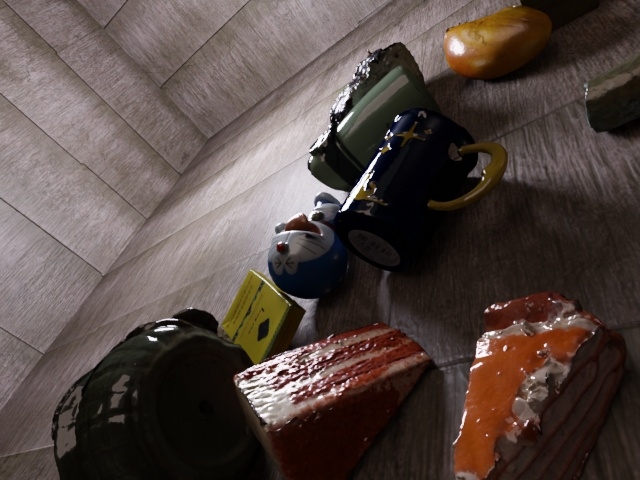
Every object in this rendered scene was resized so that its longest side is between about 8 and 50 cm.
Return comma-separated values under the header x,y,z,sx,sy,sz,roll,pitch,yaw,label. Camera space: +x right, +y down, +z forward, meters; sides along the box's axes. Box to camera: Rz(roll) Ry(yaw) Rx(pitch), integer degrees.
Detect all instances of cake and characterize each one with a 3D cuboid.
x,y,z,sx,sy,sz,roll,pitch,yaw,label
0.030,0.241,0.625,0.261,0.160,0.158,-14,17,-23,cake
0.209,0.169,0.425,0.135,0.098,0.287,-12,39,46,cake

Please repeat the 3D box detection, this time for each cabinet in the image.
x,y,z,sx,sy,sz,roll,pitch,yaw,label
0.540,-0.639,1.033,0.148,0.215,0.175,-19,35,39,cabinet

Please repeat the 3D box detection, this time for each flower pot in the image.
x,y,z,sx,sy,sz,roll,pitch,yaw,label
-0.231,0.269,0.684,0.213,0.302,0.302,-33,28,27,flower pot

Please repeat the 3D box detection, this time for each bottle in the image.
x,y,z,sx,sy,sz,roll,pitch,yaw,label
0.122,-0.266,1.120,0.347,0.168,0.168,-39,26,13,bottle

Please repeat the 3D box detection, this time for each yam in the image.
x,y,z,sx,sy,sz,roll,pitch,yaw,label
0.516,-0.248,0.631,0.259,0.093,0.093,-24,32,34,yam

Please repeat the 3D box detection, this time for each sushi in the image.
x,y,z,sx,sy,sz,roll,pitch,yaw,label
0.158,-0.438,1.292,0.181,0.196,0.343,8,56,49,sushi

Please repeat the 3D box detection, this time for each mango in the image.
x,y,z,sx,sy,sz,roll,pitch,yaw,label
0.418,-0.461,1.034,0.187,0.138,0.257,-32,29,1,mango

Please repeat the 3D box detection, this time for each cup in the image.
x,y,z,sx,sy,sz,roll,pitch,yaw,label
0.162,-0.097,0.761,0.256,0.178,0.255,-57,2,-22,cup

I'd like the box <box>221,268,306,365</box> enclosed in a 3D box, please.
x,y,z,sx,sy,sz,roll,pitch,yaw,label
-0.129,0.164,0.921,0.153,0.041,0.279,-63,28,-2,box

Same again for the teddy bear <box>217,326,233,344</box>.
x,y,z,sx,sy,sz,roll,pitch,yaw,label
-0.279,0.225,0.896,0.177,0.190,0.140,-10,75,51,teddy bear

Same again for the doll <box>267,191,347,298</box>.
x,y,z,sx,sy,sz,roll,pitch,yaw,label
0.000,0.000,0.907,0.215,0.161,0.257,6,46,25,doll
